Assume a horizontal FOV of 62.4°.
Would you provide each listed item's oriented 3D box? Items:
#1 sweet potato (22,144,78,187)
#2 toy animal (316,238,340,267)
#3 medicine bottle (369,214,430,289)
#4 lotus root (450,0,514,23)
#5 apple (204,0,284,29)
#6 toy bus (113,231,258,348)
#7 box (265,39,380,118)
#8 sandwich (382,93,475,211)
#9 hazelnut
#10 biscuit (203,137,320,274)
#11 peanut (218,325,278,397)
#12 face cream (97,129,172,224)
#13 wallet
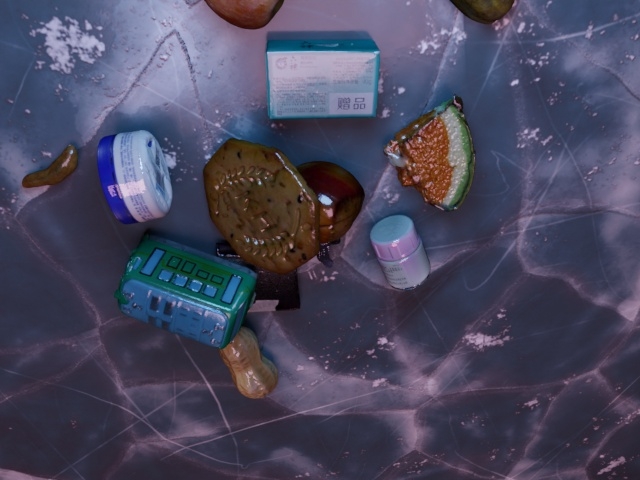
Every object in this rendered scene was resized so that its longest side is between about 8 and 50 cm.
[{"bbox_3d":[-0.644,-0.162,1.269,0.182,0.053,0.054,-26,161,15],"label":"sweet potato"},{"bbox_3d":[0.000,0.000,1.431,0.107,0.062,0.220,-21,130,8],"label":"toy animal"},{"bbox_3d":[0.216,0.031,1.429,0.135,0.135,0.169,-21,124,9],"label":"medicine bottle"},{"bbox_3d":[0.295,-0.536,1.056,0.241,0.124,0.123,32,105,-24],"label":"lotus root"},{"bbox_3d":[-0.143,-0.507,1.000,0.173,0.188,0.188,36,115,-13],"label":"apple"},{"bbox_3d":[-0.350,0.138,1.367,0.343,0.200,0.184,19,127,-1],"label":"toy bus"},{"bbox_3d":[0.003,-0.358,1.171,0.244,0.092,0.153,-1,125,-4],"label":"box"},{"bbox_3d":[0.277,-0.205,1.296,0.212,0.109,0.292,-21,121,17],"label":"sandwich"},{"bbox_3d":[-0.002,-0.101,1.294,0.207,0.208,0.208,-2,124,-4],"label":"hazelnut"},{"bbox_3d":[-0.148,-0.074,1.264,0.358,0.046,0.360,18,127,27],"label":"biscuit"},{"bbox_3d":[-0.223,0.373,1.616,0.149,0.149,0.314,-15,124,5],"label":"peanut"},{"bbox_3d":[-0.415,-0.146,1.206,0.111,0.206,0.206,-13,124,-1],"label":"face cream"},{"bbox_3d":[-0.170,0.108,1.489,0.220,0.072,0.263,-5,130,-3],"label":"wallet"}]
